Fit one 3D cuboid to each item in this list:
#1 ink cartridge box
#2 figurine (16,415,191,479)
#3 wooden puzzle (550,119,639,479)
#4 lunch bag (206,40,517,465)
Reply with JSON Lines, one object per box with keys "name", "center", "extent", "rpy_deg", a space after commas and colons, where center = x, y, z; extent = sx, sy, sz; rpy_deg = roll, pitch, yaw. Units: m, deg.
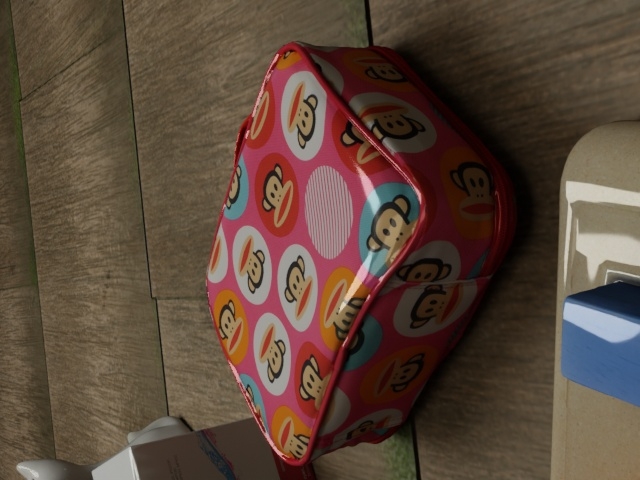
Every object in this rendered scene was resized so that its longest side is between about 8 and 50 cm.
{"name": "ink cartridge box", "center": [-0.110, 0.252, 0.813], "extent": [0.128, 0.176, 0.127], "rpy_deg": [-39, 63, 50]}
{"name": "figurine", "center": [-0.224, 0.316, 0.959], "extent": [0.215, 0.209, 0.092], "rpy_deg": [56, 137, 34]}
{"name": "wooden puzzle", "center": [0.225, 0.128, 0.393], "extent": [0.322, 0.080, 0.348], "rpy_deg": [18, 109, 53]}
{"name": "lunch bag", "center": [0.000, 0.000, 0.664], "extent": [0.258, 0.120, 0.293], "rpy_deg": [55, 137, 36]}
